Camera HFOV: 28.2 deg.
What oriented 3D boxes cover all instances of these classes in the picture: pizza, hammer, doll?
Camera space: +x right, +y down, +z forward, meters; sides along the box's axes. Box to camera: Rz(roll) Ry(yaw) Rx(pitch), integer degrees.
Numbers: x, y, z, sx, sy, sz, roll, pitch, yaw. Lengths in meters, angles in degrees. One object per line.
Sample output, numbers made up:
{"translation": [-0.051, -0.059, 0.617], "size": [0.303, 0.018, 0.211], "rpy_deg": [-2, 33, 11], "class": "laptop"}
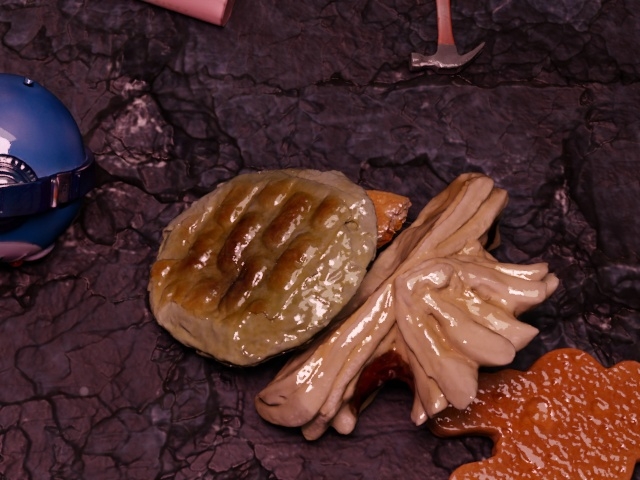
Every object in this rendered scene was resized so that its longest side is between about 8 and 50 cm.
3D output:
{"translation": [0.001, 0.002, 1.648], "size": [0.246, 0.058, 0.127], "rpy_deg": [-35, 56, -10], "class": "pizza"}
{"translation": [0.179, -0.368, 1.878], "size": [0.111, 0.033, 0.288], "rpy_deg": [2, 64, -7], "class": "hammer"}
{"translation": [-0.427, -0.081, 1.533], "size": [0.310, 0.284, 0.240], "rpy_deg": [1, 107, -13], "class": "doll"}

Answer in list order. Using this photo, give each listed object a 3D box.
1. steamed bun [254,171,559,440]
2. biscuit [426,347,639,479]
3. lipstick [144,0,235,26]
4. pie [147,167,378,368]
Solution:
{"translation": [0.140, 0.091, 1.545], "size": [0.189, 0.247, 0.428], "rpy_deg": [44, 64, -1], "class": "steamed bun"}
{"translation": [0.298, 0.238, 1.596], "size": [0.333, 0.047, 0.202], "rpy_deg": [-12, 68, -12], "class": "biscuit"}
{"translation": [-0.278, -0.391, 1.788], "size": [0.326, 0.087, 0.087], "rpy_deg": [18, 63, 0], "class": "lipstick"}
{"translation": [-0.076, 0.025, 1.569], "size": [0.306, 0.071, 0.306], "rpy_deg": [-14, 51, 18], "class": "pie"}
